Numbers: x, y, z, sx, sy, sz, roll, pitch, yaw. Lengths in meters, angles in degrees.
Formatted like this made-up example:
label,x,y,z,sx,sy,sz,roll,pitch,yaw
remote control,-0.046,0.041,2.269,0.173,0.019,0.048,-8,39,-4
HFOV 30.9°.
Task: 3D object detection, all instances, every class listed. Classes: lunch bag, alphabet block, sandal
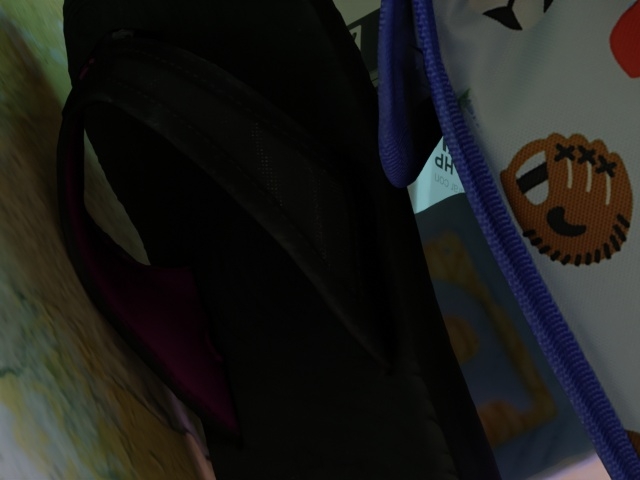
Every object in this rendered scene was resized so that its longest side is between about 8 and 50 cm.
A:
label,x,y,z,sx,sy,sz,roll,pitch,yaw
lunch bag,0.163,-0.068,0.556,0.385,0.239,0.328,61,15,-4
alphabet block,0.072,0.124,0.718,0.197,0.192,0.193,56,11,-51
sandal,-0.036,0.012,0.532,0.107,0.167,0.446,4,55,-51

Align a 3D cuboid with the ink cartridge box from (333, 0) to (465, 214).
label,x,y,z,sx,sy,sz,roll,pitch,yaw
ink cartridge box,0.110,-0.118,1.150,0.285,0.166,0.395,26,61,-48
